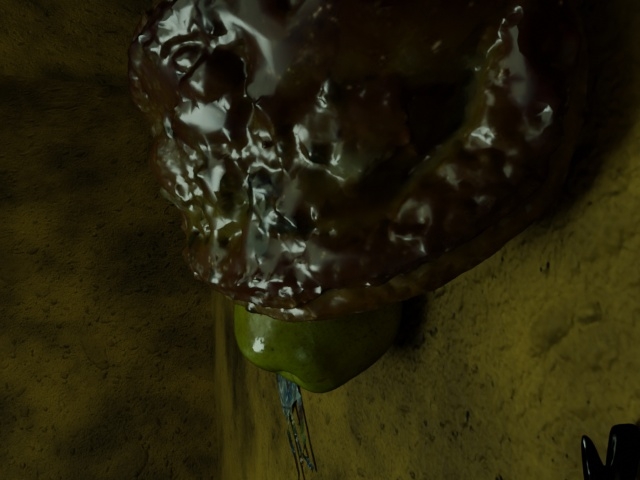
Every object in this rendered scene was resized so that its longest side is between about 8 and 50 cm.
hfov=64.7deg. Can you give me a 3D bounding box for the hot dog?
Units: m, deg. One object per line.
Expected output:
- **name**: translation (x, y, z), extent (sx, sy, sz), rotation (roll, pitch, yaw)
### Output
- **hot dog**: translation (-0.008, -0.081, 0.393), extent (0.387, 0.174, 0.267), rotation (-10, 108, 39)

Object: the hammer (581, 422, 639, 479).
- **hammer**: translation (0.220, 0.043, 0.135), extent (0.152, 0.044, 0.427), rotation (-107, 26, -44)

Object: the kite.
- **kite**: translation (-0.059, 0.339, 1.022), extent (0.169, 0.015, 0.310), rotation (108, 157, -43)

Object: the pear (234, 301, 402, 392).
- **pear**: translation (-0.004, 0.071, 0.579), extent (0.198, 0.198, 0.198), rotation (180, 90, -72)
